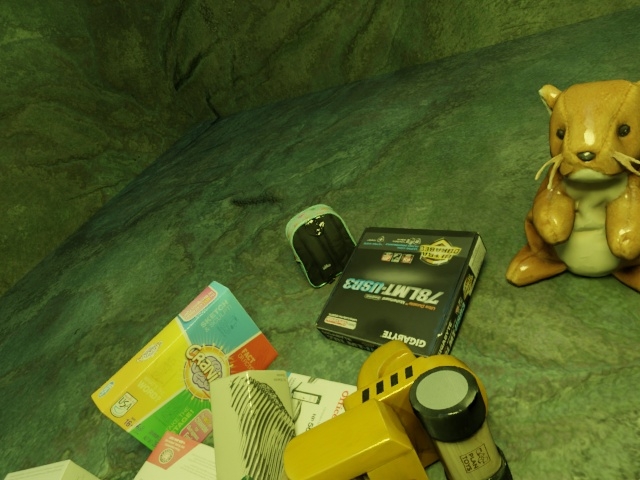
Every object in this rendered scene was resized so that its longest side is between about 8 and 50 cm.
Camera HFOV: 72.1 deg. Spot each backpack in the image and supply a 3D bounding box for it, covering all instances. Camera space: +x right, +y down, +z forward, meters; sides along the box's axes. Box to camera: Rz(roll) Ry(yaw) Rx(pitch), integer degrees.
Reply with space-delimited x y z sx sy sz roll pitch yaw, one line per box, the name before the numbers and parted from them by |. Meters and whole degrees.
backpack | 0.000 0.000 1.159 0.166 0.188 0.144 -29 33 1

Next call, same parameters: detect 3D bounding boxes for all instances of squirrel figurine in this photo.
squirrel figurine | 0.512 -0.140 0.802 0.281 0.370 0.397 11 50 45

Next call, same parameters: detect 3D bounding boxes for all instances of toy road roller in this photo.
toy road roller | 0.104 0.301 0.682 0.330 0.202 0.240 -27 20 -3

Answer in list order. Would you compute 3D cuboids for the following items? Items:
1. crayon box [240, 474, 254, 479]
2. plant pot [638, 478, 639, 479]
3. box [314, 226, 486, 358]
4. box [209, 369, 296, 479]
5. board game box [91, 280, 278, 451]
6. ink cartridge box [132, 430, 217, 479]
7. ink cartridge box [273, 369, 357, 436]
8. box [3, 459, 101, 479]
crayon box | -0.134 0.477 0.545 0.323 0.203 0.083 -44 5 7
plant pot | 0.409 0.362 0.364 0.293 0.196 0.293 -19 35 14
box | 0.172 0.106 0.960 0.296 0.073 0.293 6 55 42
box | -0.100 0.355 0.705 0.094 0.113 0.274 -24 65 27
board game box | -0.264 0.280 0.929 0.064 0.242 0.316 16 54 46
ink cartridge box | -0.256 0.499 0.741 0.207 0.117 0.283 -1 42 36
ink cartridge box | -0.024 0.337 0.817 0.203 0.085 0.148 -2 42 35
box | -0.568 0.566 0.879 0.181 0.119 0.181 -18 35 15
